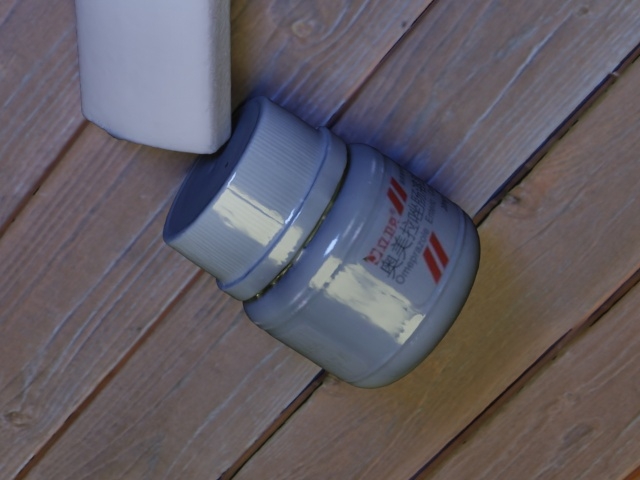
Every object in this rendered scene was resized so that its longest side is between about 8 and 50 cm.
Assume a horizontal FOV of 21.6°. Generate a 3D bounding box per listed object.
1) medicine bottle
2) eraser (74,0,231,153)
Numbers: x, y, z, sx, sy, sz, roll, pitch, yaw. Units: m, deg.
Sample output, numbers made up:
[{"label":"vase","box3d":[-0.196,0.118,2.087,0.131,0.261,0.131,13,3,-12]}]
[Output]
[{"label":"medicine bottle","box3d":[0.000,0.000,1.904,0.306,0.245,0.245,33,119,-17]},{"label":"eraser","box3d":[-0.181,-0.236,1.798,0.174,0.095,0.270,16,130,19]}]
